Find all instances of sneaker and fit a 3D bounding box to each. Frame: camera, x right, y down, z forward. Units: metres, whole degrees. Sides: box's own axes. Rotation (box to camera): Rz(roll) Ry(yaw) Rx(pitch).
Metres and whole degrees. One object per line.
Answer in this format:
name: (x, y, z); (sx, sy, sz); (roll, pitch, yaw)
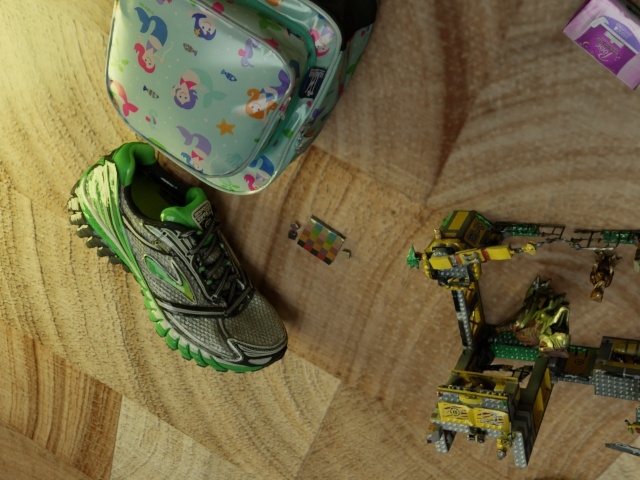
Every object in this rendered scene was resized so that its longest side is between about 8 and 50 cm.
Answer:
sneaker: (-0.167, 0.027, 0.980); (0.343, 0.134, 0.146); (46, 133, -5)

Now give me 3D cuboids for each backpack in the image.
backpack: (-0.091, -0.169, 0.765); (0.225, 0.191, 0.253); (34, 138, 4)

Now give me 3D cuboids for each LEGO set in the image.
LEGO set: (0.230, 0.110, 0.761); (0.331, 0.192, 0.255); (10, 127, 24)

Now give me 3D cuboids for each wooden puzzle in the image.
wooden puzzle: (0.000, 0.000, 0.947); (0.083, 0.006, 0.049); (34, 133, 5)

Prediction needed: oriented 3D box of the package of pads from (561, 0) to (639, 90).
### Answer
package of pads: (0.250, -0.169, 0.655); (0.083, 0.032, 0.050); (40, 132, 0)
